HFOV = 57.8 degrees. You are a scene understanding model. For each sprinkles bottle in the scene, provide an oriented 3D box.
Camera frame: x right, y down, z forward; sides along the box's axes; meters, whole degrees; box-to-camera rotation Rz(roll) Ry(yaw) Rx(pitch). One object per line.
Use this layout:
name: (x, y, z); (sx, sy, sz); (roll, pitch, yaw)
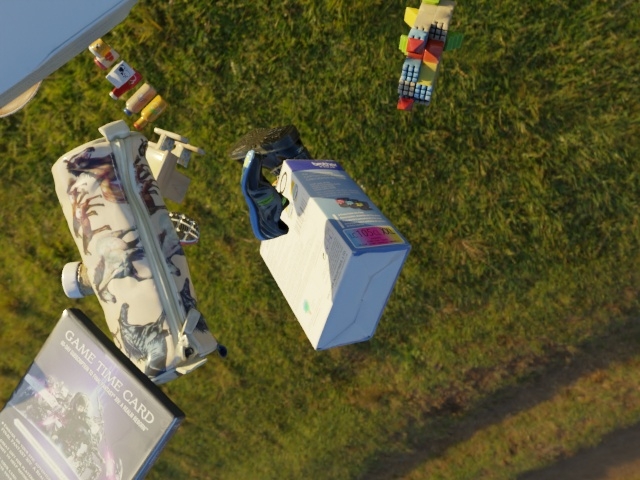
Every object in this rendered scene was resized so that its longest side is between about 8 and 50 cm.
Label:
sprinkles bottle: (-0.667, 0.117, 1.944); (0.355, 0.121, 0.121); (-6, 135, -1)

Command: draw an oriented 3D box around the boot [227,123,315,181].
boot: (-0.137, -0.232, 1.909); (0.348, 0.131, 0.260); (6, 139, 49)

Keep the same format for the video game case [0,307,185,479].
video game case: (-0.293, 0.244, 0.651); (0.196, 0.274, 0.026); (36, -176, 22)

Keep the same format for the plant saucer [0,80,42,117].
plant saucer: (-0.606, -0.366, 0.997); (0.311, 0.050, 0.310); (3, 116, 6)

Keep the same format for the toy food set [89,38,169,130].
toy food set: (-0.515, -0.402, 1.498); (0.104, 0.111, 0.232); (-45, 123, 2)

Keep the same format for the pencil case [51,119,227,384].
pencil case: (-0.293, 0.027, 0.935); (0.183, 0.160, 0.410); (-22, 88, 40)

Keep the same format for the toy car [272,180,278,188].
toy car: (-0.137, -0.140, 1.974); (0.060, 0.040, 0.122); (-28, 100, 18)

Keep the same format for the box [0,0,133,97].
box: (-0.278, -0.193, 0.441); (0.215, 0.345, 0.168); (-39, 116, -6)

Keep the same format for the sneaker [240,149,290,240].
sneaker: (-0.096, -0.082, 1.038); (0.078, 0.067, 0.188); (-6, 128, 7)

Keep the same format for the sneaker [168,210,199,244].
sneaker: (-0.503, -0.026, 1.864); (0.279, 0.107, 0.118); (10, 142, 17)

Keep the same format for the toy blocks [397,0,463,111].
toy blocks: (0.315, -0.545, 1.782); (0.191, 0.261, 0.381); (15, 143, 9)

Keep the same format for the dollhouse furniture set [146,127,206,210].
dollhouse furniture set: (-0.597, -0.232, 2.215); (0.256, 0.362, 0.394); (20, 176, 22)

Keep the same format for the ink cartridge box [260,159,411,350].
ink cartridge box: (0.000, 0.000, 1.286); (0.151, 0.395, 0.270); (-4, 130, -31)
